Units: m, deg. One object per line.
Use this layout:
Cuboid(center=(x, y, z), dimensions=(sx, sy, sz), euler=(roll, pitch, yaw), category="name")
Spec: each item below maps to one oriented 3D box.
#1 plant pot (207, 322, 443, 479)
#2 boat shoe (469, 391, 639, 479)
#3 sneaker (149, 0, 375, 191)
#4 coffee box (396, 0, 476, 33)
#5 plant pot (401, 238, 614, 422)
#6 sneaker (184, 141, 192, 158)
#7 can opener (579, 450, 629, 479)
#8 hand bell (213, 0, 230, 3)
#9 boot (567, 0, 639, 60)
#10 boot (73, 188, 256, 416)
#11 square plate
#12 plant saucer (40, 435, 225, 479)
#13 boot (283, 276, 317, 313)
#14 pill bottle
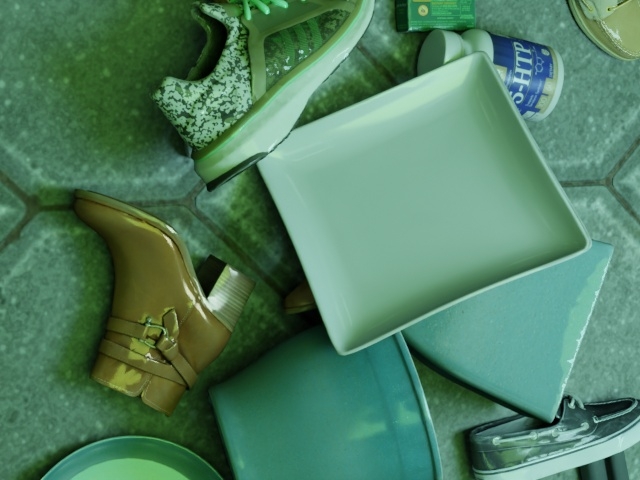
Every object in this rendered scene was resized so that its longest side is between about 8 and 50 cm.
Cuboid(center=(-0.005, 0.241, 1.837), dimensions=(0.255, 0.271, 0.272), euler=(-16, 100, -8), category="plant pot")
Cuboid(center=(0.357, 0.273, 2.072), dimensions=(0.301, 0.108, 0.102), euler=(-16, 102, -14), category="boat shoe")
Cuboid(center=(-0.072, -0.262, 1.775), dimensions=(0.182, 0.158, 0.410), euler=(45, 56, -20), category="sneaker")
Cuboid(center=(0.161, -0.385, 1.968), dimensions=(0.113, 0.040, 0.184), euler=(-6, 97, -23), category="coffee box")
Cuboid(center=(0.223, 0.087, 1.924), dimensions=(0.252, 0.247, 0.248), euler=(20, 85, 1), category="plant pot")
Cuboid(center=(-0.109, -0.146, 1.861), dimensions=(0.152, 0.061, 0.054), euler=(-21, 104, -19), category="sneaker")
Cuboid(center=(0.462, 0.443, 2.129), dimensions=(0.076, 0.095, 0.283), euler=(-16, 100, -22), category="can opener")
Cuboid(center=(-0.147, -0.335, 1.821), dimensions=(0.242, 0.126, 0.126), euler=(41, 78, -32), category="hand bell")
Cuboid(center=(0.436, -0.375, 1.997), dimensions=(0.095, 0.203, 0.262), euler=(-36, 105, -16), category="boot")
Cuboid(center=(-0.244, 0.080, 1.809), dimensions=(0.283, 0.109, 0.220), euler=(35, 84, -29), category="boot")
Cuboid(center=(0.125, -0.050, 1.821), dimensions=(0.347, 0.049, 0.344), euler=(-23, 59, 0), category="square plate")
Cuboid(center=(-0.248, 0.414, 1.821), dimensions=(0.317, 0.043, 0.318), euler=(4, 79, -20), category="plant saucer")
Cuboid(center=(0.000, 0.000, 1.915), dimensions=(0.197, 0.073, 0.152), euler=(-34, 107, -28), category="boot")
Cuboid(center=(0.237, -0.237, 1.974), dimensions=(0.186, 0.112, 0.112), euler=(9, 90, -23), category="pill bottle")
